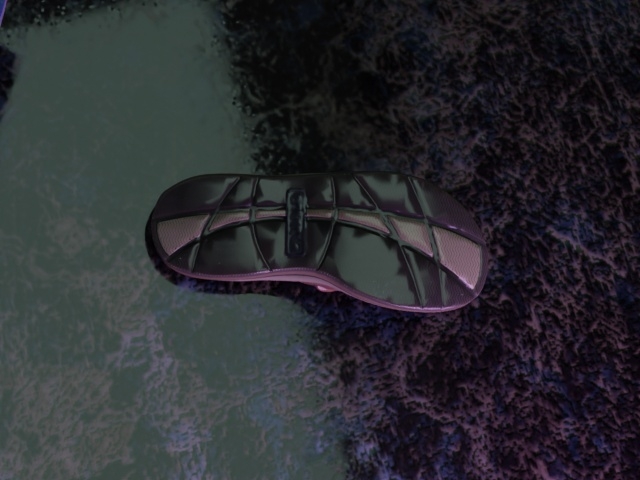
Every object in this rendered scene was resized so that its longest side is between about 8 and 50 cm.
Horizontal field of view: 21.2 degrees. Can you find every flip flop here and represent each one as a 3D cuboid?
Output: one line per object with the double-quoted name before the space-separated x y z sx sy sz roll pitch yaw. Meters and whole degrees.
"flip flop" 0.000 0.000 1.407 0.277 0.080 0.112 3 83 3

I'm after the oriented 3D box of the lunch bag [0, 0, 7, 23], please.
"lunch bag" -0.354 -0.093 1.138 0.239 0.328 0.385 16 54 -19
